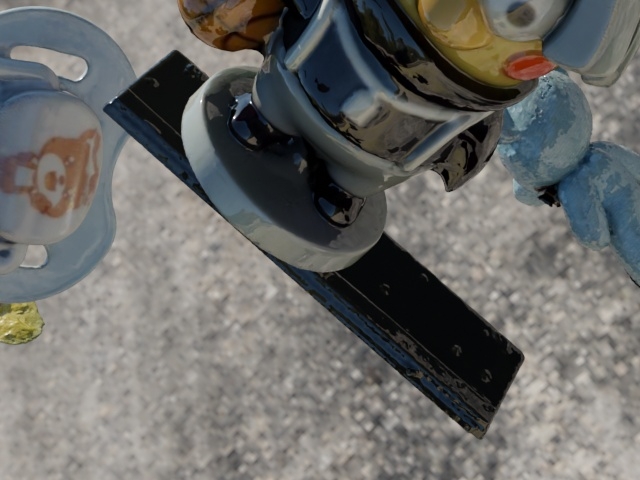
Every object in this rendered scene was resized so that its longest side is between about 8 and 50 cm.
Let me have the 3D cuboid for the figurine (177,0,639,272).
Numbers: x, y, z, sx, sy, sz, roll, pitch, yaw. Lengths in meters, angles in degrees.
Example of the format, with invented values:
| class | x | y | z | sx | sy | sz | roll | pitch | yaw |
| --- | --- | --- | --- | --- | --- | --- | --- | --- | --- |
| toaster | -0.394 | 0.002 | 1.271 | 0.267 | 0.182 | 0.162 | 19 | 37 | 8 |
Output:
| class | x | y | z | sx | sy | sz | roll | pitch | yaw |
| --- | --- | --- | --- | --- | --- | --- | --- | --- | --- |
| figurine | 0.041 | -0.107 | 0.692 | 0.236 | 0.176 | 0.133 | -41 | 15 | 34 |

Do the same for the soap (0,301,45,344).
| class | x | y | z | sx | sy | sz | roll | pitch | yaw |
| --- | --- | --- | --- | --- | --- | --- | --- | --- | --- |
| soap | -0.357 | 0.072 | 1.563 | 0.168 | 0.033 | 0.089 | 1 | 39 | 22 |

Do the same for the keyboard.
| class | x | y | z | sx | sy | sz | roll | pitch | yaw |
| --- | --- | --- | --- | --- | --- | --- | --- | --- | --- |
| keyboard | 0.000 | 0.000 | 0.956 | 0.018 | 0.310 | 0.101 | -48 | 2 | 35 |

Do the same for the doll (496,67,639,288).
| class | x | y | z | sx | sy | sz | roll | pitch | yaw |
| --- | --- | --- | --- | --- | --- | --- | --- | --- | --- |
| doll | 0.171 | -0.035 | 1.013 | 0.075 | 0.179 | 0.120 | -30 | 6 | 33 |

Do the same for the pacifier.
| class | x | y | z | sx | sy | sz | roll | pitch | yaw |
| --- | --- | --- | --- | --- | --- | --- | --- | --- | --- |
| pacifier | -0.298 | -0.088 | 1.428 | 0.207 | 0.227 | 0.279 | -147 | 69 | -65 |
